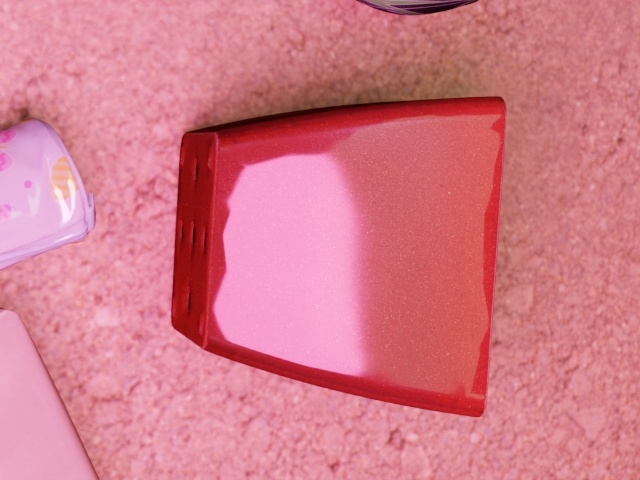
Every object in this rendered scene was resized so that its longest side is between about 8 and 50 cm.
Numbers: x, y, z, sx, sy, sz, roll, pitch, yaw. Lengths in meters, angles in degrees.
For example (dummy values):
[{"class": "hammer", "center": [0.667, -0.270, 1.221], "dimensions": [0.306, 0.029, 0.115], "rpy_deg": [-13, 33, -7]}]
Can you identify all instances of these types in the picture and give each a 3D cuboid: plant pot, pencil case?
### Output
[{"class": "plant pot", "center": [0.000, 0.000, 1.406], "dimensions": [0.235, 0.267, 0.267], "rpy_deg": [3, 93, -15]}, {"class": "pencil case", "center": [-0.323, -0.003, 1.304], "dimensions": [0.273, 0.124, 0.113], "rpy_deg": [-27, 135, -24]}]

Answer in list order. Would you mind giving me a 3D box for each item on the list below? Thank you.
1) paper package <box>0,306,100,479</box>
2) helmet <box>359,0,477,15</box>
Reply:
[{"class": "paper package", "center": [-0.333, 0.246, 1.298], "dimensions": [0.309, 0.168, 0.325], "rpy_deg": [-28, 106, -22]}, {"class": "helmet", "center": [0.080, -0.285, 1.472], "dimensions": [0.161, 0.169, 0.169], "rpy_deg": [2, 93, -43]}]
